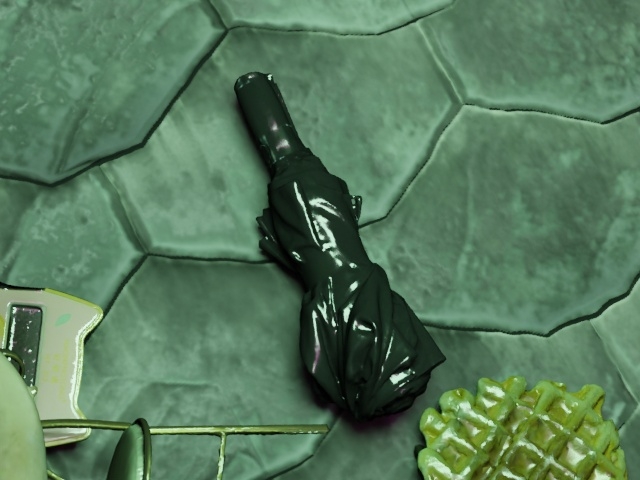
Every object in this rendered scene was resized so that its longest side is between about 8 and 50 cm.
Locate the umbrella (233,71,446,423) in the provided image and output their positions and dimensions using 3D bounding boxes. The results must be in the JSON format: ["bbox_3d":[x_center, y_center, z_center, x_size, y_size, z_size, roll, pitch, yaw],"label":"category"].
[{"bbox_3d":[0.000,0.000,1.654,0.118,0.118,0.340,-18,74,-17],"label":"umbrella"}]

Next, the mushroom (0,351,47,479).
[{"bbox_3d":[-0.343,0.176,1.352,0.293,0.290,0.292,1,76,-4],"label":"mushroom"}]

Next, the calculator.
[{"bbox_3d":[-0.309,0.105,1.591,0.237,0.033,0.157,7,69,-7],"label":"calculator"}]

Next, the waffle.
[{"bbox_3d":[0.180,0.220,1.634,0.208,0.054,0.214,-6,65,-10],"label":"waffle"}]

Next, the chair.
[{"bbox_3d":[-0.157,0.211,1.498,0.326,0.170,0.159,11,110,-13],"label":"chair"}]
